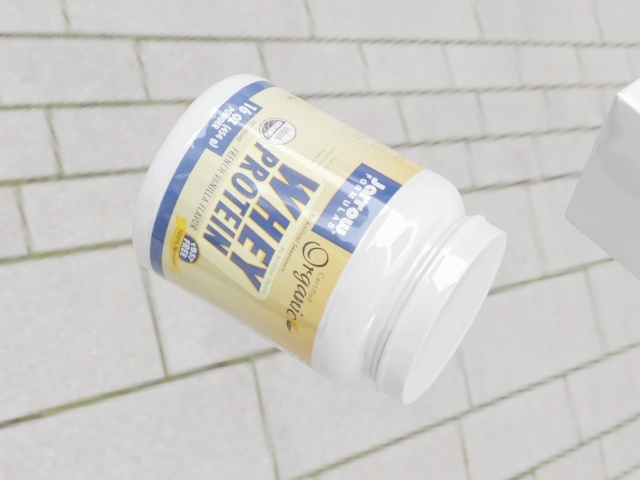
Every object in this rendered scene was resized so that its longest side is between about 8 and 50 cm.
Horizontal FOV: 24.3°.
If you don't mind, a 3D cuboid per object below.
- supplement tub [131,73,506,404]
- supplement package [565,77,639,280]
[{"bbox_3d":[0.000,0.000,1.458,0.228,0.316,0.228,-53,162,-25],"label":"supplement tub"},{"bbox_3d":[0.332,-0.049,1.096,0.203,0.149,0.194,-34,66,-29],"label":"supplement package"}]
